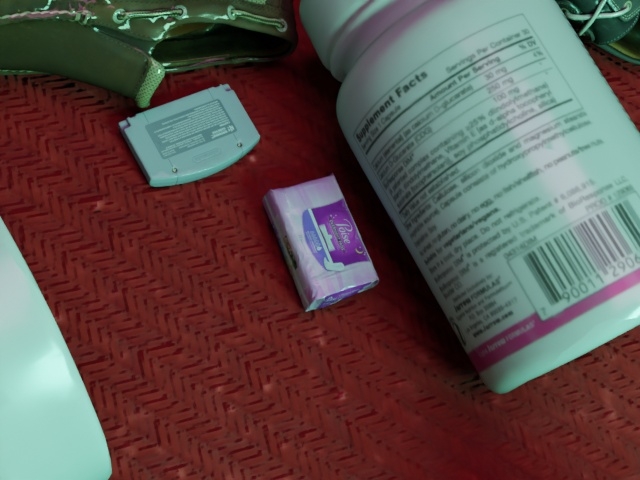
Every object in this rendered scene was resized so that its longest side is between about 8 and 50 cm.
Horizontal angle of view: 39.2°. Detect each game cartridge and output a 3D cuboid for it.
[{"bbox_3d":[-0.086,-0.069,0.600,0.083,0.017,0.056,-24,73,-24],"label":"game cartridge"}]

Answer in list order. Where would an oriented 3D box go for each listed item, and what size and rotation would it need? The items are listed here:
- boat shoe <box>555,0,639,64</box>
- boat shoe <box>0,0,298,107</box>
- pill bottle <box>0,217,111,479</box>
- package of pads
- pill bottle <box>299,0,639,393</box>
[{"bbox_3d":[0.207,-0.187,0.657,0.233,0.084,0.079,9,68,-49],"label":"boat shoe"},{"bbox_3d":[-0.128,-0.133,0.573,0.257,0.095,0.095,-17,80,-23],"label":"boat shoe"},{"bbox_3d":[-0.301,0.119,0.337,0.407,0.229,0.229,-27,78,-25],"label":"pill bottle"},{"bbox_3d":[0.000,0.000,0.587,0.050,0.032,0.083,-17,74,-21],"label":"package of pads"},{"bbox_3d":[0.109,-0.062,0.574,0.160,0.160,0.283,-22,76,-24],"label":"pill bottle"}]
